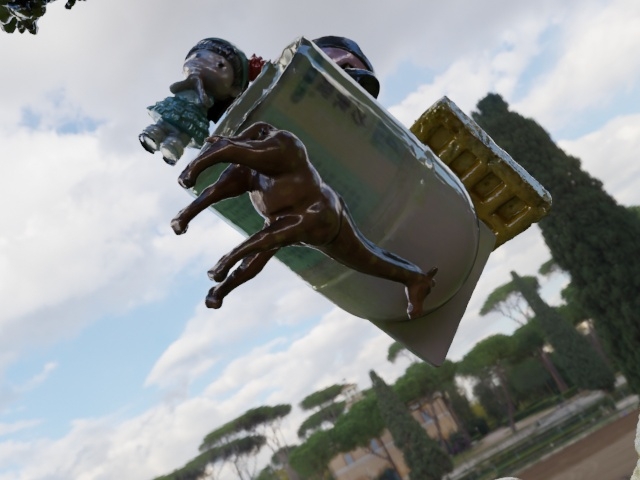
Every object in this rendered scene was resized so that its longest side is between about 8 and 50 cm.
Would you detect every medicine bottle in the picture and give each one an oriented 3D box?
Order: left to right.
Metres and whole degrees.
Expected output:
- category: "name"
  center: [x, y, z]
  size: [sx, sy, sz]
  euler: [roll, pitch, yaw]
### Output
- category: "medicine bottle"
  center: [0.053, -0.036, 0.815]
  size: [0.406, 0.236, 0.236]
  euler: [38, -59, -18]

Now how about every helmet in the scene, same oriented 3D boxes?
- category: "helmet"
  center: [-0.005, -0.309, 1.336]
  size: [0.253, 0.154, 0.198]
  euler: [-19, -53, 29]

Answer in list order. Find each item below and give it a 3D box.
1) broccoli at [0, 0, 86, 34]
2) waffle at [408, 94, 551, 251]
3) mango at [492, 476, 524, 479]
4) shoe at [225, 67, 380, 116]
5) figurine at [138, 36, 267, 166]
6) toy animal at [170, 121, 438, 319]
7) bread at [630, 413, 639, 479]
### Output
- category: "broccoli"
  center: [-0.350, -0.404, 0.701]
  size: [0.324, 0.334, 0.272]
  euler: [-9, 27, 17]
- category: "waffle"
  center: [0.213, -0.081, 1.048]
  size: [0.221, 0.248, 0.055]
  euler: [-43, 7, 40]
- category: "mango"
  center: [0.271, 0.464, 0.784]
  size: [0.175, 0.329, 0.176]
  euler: [-29, -12, 36]
- category: "shoe"
  center: [-0.018, -0.175, 0.959]
  size: [0.241, 0.093, 0.108]
  euler: [-15, -28, -10]
- category: "figurine"
  center: [-0.199, -0.235, 1.081]
  size: [0.245, 0.138, 0.110]
  euler: [-60, 1, -21]
- category: "toy animal"
  center: [0.000, 0.000, 0.553]
  size: [0.230, 0.224, 0.066]
  euler: [-26, 11, -37]
- category: "bread"
  center: [0.394, 0.222, 0.341]
  size: [0.405, 0.346, 0.242]
  euler: [29, -103, -78]
